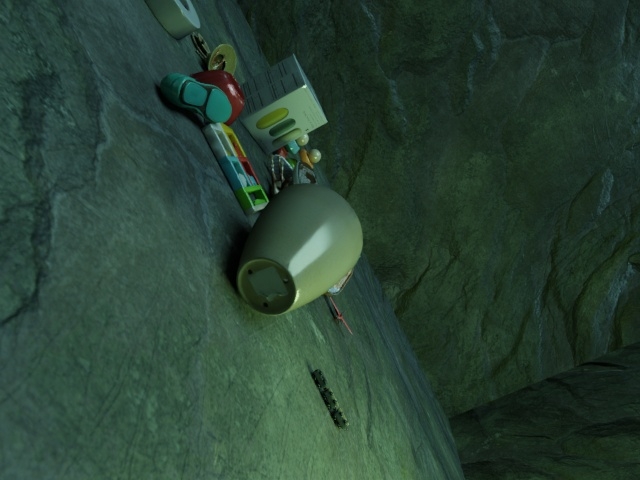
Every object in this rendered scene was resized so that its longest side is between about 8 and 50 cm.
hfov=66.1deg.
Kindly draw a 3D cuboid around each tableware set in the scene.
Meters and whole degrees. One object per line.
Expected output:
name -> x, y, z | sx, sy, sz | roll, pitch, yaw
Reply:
tableware set -> -0.370, -0.632, 1.675 | 0.128, 0.039, 0.194 | 68, 11, 25

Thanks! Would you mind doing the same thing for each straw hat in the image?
straw hat -> -0.341, -0.580, 1.605 | 0.061, 0.145, 0.144 | 25, -2, 18

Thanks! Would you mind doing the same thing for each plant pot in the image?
plant pot -> -0.064, 0.036, 1.057 | 0.257, 0.256, 0.274 | 62, 26, -11

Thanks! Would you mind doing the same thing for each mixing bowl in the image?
mixing bowl -> -0.282, -0.420, 1.421 | 0.182, 0.098, 0.181 | 61, 9, -17

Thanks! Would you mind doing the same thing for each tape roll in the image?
tape roll -> -0.434, -0.690, 1.398 | 0.219, 0.072, 0.219 | 60, 10, -18

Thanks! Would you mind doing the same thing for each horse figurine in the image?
horse figurine -> -0.132, -0.183, 1.622 | 0.263, 0.066, 0.175 | -114, -164, -69

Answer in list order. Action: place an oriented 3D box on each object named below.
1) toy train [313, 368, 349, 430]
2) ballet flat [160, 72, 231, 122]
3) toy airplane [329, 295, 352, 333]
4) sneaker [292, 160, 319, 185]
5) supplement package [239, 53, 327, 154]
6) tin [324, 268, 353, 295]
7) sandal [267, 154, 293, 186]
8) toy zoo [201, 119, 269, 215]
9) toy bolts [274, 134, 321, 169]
toy train -> 0.024, 0.379, 1.172 | 0.158, 0.027, 0.036 | 63, -1, 1
ballet flat -> -0.298, -0.345, 1.177 | 0.087, 0.083, 0.247 | 26, 7, 13
toy airplane -> 0.065, 0.256, 1.686 | 0.151, 0.028, 0.151 | 56, 9, -14
sneaker -> -0.072, -0.136, 1.706 | 0.105, 0.123, 0.290 | 16, 56, -39
supplement package -> -0.149, -0.495, 1.811 | 0.199, 0.262, 0.198 | 50, 17, -52
tin -> 0.050, 0.110, 1.703 | 0.106, 0.040, 0.190 | 58, 44, -18
sandal -> -0.098, -0.203, 1.808 | 0.265, 0.101, 0.076 | 59, 13, -15
toy zoo -> -0.232, -0.212, 1.336 | 0.294, 0.030, 0.192 | 63, 10, -4
toy bolts -> -0.111, -0.404, 2.083 | 0.219, 0.158, 0.228 | 66, 10, 13
